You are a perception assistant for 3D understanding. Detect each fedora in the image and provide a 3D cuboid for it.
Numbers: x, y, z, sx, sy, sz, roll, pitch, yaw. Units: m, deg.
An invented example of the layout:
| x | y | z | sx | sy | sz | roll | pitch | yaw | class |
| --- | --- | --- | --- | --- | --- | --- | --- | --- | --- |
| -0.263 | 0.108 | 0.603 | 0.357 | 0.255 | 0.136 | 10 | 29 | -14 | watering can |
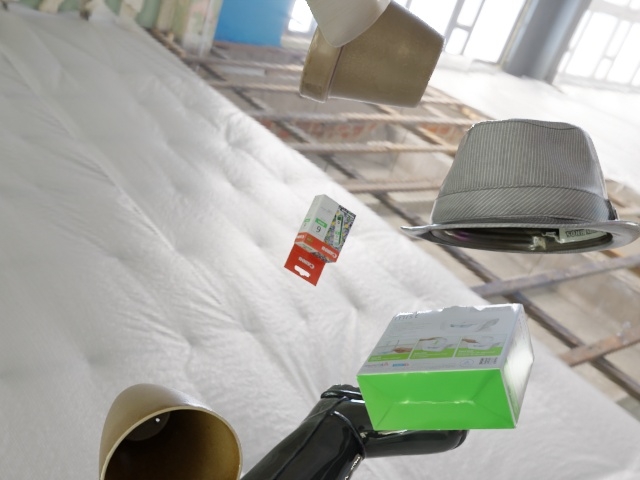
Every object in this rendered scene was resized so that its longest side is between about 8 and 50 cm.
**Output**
| x | y | z | sx | sy | sz | roll | pitch | yaw | class |
| --- | --- | --- | --- | --- | --- | --- | --- | --- | --- |
| 0.216 | -0.058 | 0.762 | 0.244 | 0.124 | 0.275 | -2 | 172 | 39 | fedora |

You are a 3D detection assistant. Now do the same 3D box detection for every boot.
| x | y | z | sx | sy | sz | roll | pitch | yaw | class |
| --- | --- | --- | --- | --- | --- | --- | --- | --- | --- |
| 0.033 | 0.446 | 1.330 | 0.367 | 0.146 | 0.445 | -9 | -164 | 40 | boot |

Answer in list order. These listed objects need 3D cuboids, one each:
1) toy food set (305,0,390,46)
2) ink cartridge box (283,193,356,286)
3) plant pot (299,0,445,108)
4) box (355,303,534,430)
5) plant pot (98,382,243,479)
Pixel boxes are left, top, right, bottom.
| x | y | z | sx | sy | sz | roll | pitch | yaw | class |
| --- | --- | --- | --- | --- | --- | --- | --- | --- | --- |
| -0.044 | -0.295 | 0.422 | 0.220 | 0.092 | 0.306 | 44 | -149 | -68 | toy food set |
| 0.000 | 0.000 | 0.989 | 0.063 | 0.115 | 0.029 | 32 | 161 | -26 | ink cartridge box |
| 0.108 | -0.363 | 1.375 | 0.229 | 0.263 | 0.263 | 23 | -154 | 1 | plant pot |
| 0.233 | 0.225 | 1.295 | 0.262 | 0.126 | 0.231 | -9 | -162 | 27 | box |
| -0.292 | 0.357 | 1.273 | 0.237 | 0.237 | 0.254 | 6 | -171 | -27 | plant pot |
